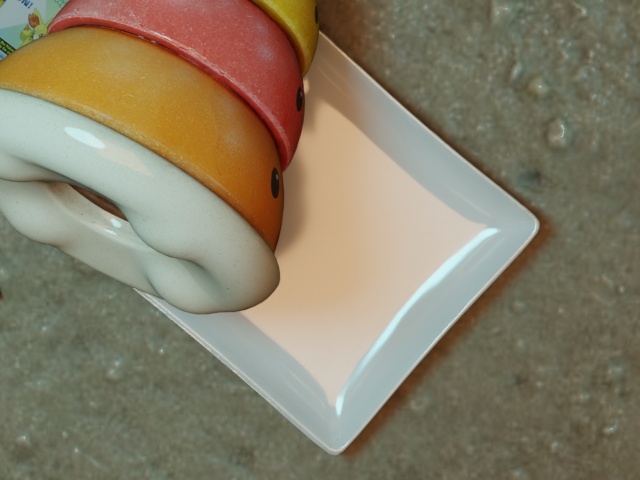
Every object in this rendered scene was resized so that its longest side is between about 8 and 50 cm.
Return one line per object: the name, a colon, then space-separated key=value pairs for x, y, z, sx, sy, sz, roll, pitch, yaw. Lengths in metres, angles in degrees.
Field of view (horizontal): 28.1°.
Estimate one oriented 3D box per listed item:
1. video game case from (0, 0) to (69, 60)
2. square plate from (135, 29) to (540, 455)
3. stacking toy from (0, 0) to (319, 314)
video game case: x=-0.380 y=-0.239 z=1.334 sx=0.329 sy=0.036 sz=0.300 roll=38 pitch=97 yaw=-27
square plate: x=0.000 y=0.000 z=1.403 sx=0.344 sy=0.049 sz=0.347 roll=41 pitch=96 yaw=-2
stacking toy: x=-0.113 y=-0.201 z=1.255 sx=0.351 sy=0.350 sz=0.480 roll=27 pitch=73 yaw=-1
